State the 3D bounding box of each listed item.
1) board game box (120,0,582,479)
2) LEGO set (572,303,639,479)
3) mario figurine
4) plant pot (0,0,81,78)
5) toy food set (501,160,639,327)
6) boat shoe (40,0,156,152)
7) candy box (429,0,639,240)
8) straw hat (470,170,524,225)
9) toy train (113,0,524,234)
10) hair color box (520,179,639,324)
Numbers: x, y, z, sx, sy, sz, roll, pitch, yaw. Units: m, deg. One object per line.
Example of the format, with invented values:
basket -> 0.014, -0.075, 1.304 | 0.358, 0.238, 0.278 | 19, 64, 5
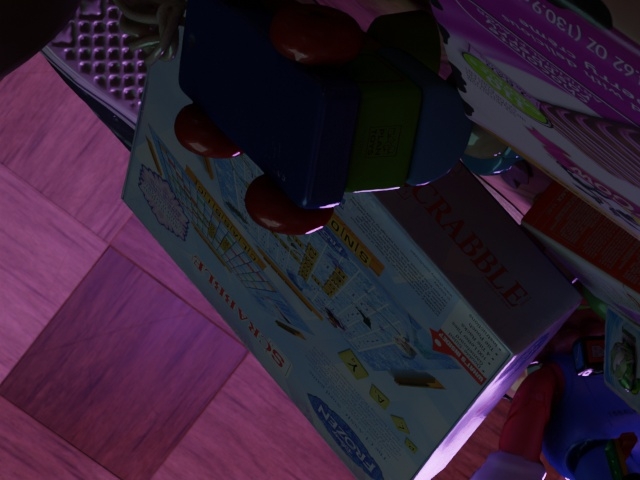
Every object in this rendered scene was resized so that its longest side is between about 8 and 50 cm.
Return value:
board game box -> 0.000, 0.000, 1.125 | 0.319, 0.066, 0.318 | 50, 155, 12
LEGO set -> 0.199, 0.135, 0.944 | 0.060, 0.182, 0.244 | -3, -166, -11
mario figurine -> 0.198, 0.139, 1.266 | 0.198, 0.170, 0.320 | 26, -151, -47
plant pot -> -0.366, -0.254, 1.199 | 0.323, 0.323, 0.280 | 37, 151, 54
toy food set -> 0.187, 0.034, 1.171 | 0.218, 0.071, 0.128 | 38, 179, 2
boat shoe -> -0.109, -0.126, 1.645 | 0.500, 0.187, 0.156 | 44, -179, -28
candy box -> 0.112, -0.040, 0.459 | 0.159, 0.071, 0.233 | 37, 179, 13
straw hat -> 0.111, -0.027, 1.440 | 0.144, 0.061, 0.144 | 38, 180, 0
toy train -> -0.004, -0.099, 0.866 | 0.143, 0.105, 0.248 | -4, -151, -28
hair color box -> 0.197, 0.024, 0.926 | 0.093, 0.053, 0.167 | 41, 179, -40
